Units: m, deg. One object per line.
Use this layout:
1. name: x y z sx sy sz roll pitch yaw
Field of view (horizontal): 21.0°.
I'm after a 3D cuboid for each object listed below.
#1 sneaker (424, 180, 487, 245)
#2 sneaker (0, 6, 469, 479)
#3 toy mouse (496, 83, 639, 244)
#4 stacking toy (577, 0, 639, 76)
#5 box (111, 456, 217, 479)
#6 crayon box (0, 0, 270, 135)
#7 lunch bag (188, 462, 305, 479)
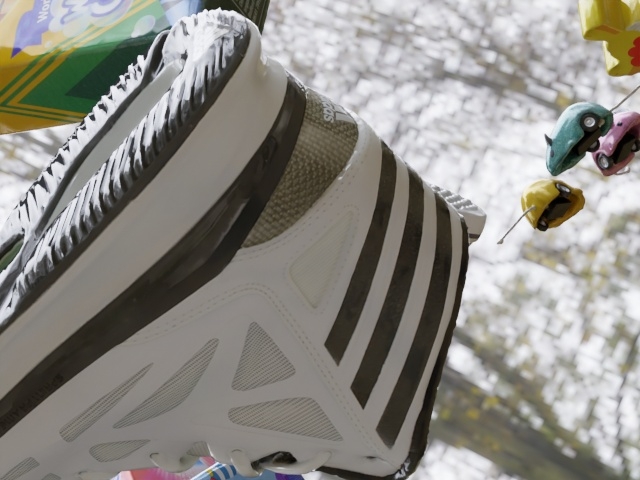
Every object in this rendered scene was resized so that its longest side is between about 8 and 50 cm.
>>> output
1. sneaker: -0.021 -0.010 1.496 0.321 0.126 0.127 11 -77 -13
2. sneaker: -0.098 0.107 0.930 0.257 0.169 0.447 36 -62 -23
3. toy mouse: 0.198 -0.072 1.273 0.161 0.031 0.143 -14 -40 -48
4. stacking toy: 0.088 -0.179 0.636 0.221 0.052 0.167 40 -140 -53
5. box: -0.151 0.227 1.638 0.123 0.257 0.128 2 -47 -28
6. crayon box: -0.191 -0.189 1.328 0.083 0.323 0.203 49 -137 -46
7. lunch bag: -0.052 0.333 1.306 0.221 0.293 0.138 -31 -15 -32
